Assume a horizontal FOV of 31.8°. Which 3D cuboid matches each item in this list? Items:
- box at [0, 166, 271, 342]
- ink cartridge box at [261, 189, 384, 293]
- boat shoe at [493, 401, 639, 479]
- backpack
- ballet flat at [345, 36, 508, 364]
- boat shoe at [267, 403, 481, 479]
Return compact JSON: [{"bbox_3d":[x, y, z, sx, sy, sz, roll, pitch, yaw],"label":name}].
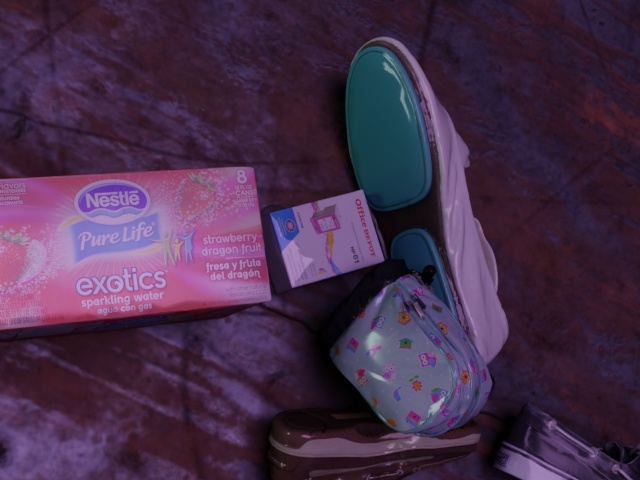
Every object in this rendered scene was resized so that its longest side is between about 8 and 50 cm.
[{"bbox_3d":[-0.218,0.016,1.111,0.300,0.154,0.142,-5,82,-24],"label":"box"},{"bbox_3d":[0.000,0.000,1.265,0.122,0.052,0.088,-15,87,-27],"label":"ink cartridge box"},{"bbox_3d":[0.353,0.285,1.334,0.306,0.113,0.105,27,85,-7],"label":"boat shoe"},{"bbox_3d":[0.091,0.126,1.191,0.182,0.152,0.115,49,26,24],"label":"backpack"},{"bbox_3d":[0.129,-0.038,1.302,0.139,0.139,0.400,-14,90,-25],"label":"ballet flat"},{"bbox_3d":[0.057,0.236,1.238,0.257,0.095,0.095,4,103,-25],"label":"boat shoe"}]
